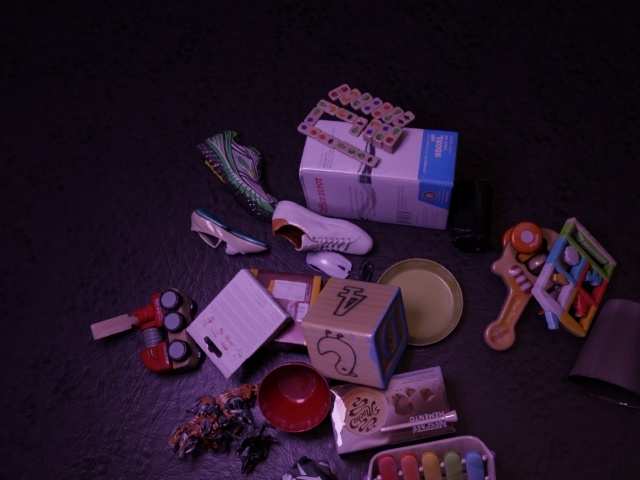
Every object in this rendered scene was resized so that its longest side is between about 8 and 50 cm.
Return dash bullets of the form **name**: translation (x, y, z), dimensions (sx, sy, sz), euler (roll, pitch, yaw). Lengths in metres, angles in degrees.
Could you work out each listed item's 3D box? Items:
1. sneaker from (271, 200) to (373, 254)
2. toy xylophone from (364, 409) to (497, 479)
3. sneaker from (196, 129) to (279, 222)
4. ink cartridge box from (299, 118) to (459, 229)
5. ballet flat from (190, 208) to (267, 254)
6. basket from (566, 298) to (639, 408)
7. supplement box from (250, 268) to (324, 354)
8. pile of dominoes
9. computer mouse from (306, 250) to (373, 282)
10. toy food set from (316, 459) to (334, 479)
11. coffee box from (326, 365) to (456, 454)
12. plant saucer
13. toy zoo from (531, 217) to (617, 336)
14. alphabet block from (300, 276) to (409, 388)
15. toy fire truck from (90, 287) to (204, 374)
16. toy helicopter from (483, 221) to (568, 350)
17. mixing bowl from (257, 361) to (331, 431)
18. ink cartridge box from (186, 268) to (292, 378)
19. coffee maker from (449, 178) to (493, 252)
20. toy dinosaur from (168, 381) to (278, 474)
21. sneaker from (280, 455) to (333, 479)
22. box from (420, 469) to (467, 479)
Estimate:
- **sneaker**: translation (0.000, 0.000, 1.997), dimensions (0.290, 0.106, 0.123), euler (19, 50, -5)
- **toy xylophone**: translation (0.254, 0.533, 1.746), dimensions (0.322, 0.236, 0.081), euler (-19, 29, 6)
- **sneaker**: translation (-0.209, -0.193, 2.105), dimensions (0.146, 0.134, 0.344), euler (-37, 72, -13)
- **ink cartridge box**: translation (0.160, -0.175, 1.980), dimensions (0.394, 0.285, 0.166), euler (7, 68, 8)
- **ballet flat**: translation (-0.266, -0.006, 2.080), dimensions (0.248, 0.086, 0.086), euler (28, 75, 16)
- **basket**: translation (0.752, 0.277, 1.837), dimensions (0.204, 0.154, 0.227), euler (21, 70, 11)
- **supplement box**: translation (-0.099, 0.193, 1.955), dimensions (0.194, 0.129, 0.192), euler (6, 71, 8)
- **pile of dominoes**: translation (0.094, -0.309, 1.869), dimensions (0.251, 0.040, 0.196), euler (28, 68, 18)
- **computer mouse**: translation (0.046, 0.074, 2.031), dimensions (0.192, 0.042, 0.106), euler (24, 75, 13)
- **toy food set**: translation (-0.006, 0.601, 1.856), dimensions (0.083, 0.020, 0.083), euler (-32, 70, -6)
- **coffee box**: translation (0.177, 0.435, 1.846), dimensions (0.296, 0.119, 0.168), euler (-11, 68, 2)
- **plant saucer**: translation (0.262, 0.168, 1.979), dimensions (0.240, 0.037, 0.241), euler (-2, 70, 4)
- **toy zoo**: translation (0.650, 0.111, 1.885), dimensions (0.192, 0.030, 0.293), euler (42, 64, -17)
- **alphabet block**: translation (0.092, 0.228, 1.839), dimensions (0.197, 0.193, 0.193), euler (6, 37, 28)
- **toy fire truck**: translation (-0.466, 0.259, 1.969), dimensions (0.246, 0.158, 0.217), euler (-18, 69, 11)
- **toy helicopter**: translation (0.549, 0.138, 1.936), dimensions (0.234, 0.140, 0.355), euler (27, 85, 5)
- **mixing bowl**: translation (-0.062, 0.375, 1.828), dimensions (0.181, 0.098, 0.182), euler (1, 102, 3)
- **ink cartridge box**: translation (-0.209, 0.213, 1.876), dimensions (0.225, 0.056, 0.181), euler (-48, 71, 10)
- **coffee maker**: translation (0.415, -0.074, 1.980), dimensions (0.120, 0.171, 0.178), euler (3, 70, 6)
- **toy dinosaur**: translation (-0.226, 0.455, 1.869), dimensions (0.322, 0.164, 0.218), euler (-45, 57, -3)
- **sneaker**: translation (-0.003, 0.584, 1.764), dimensions (0.106, 0.078, 0.234), euler (-54, 31, -16)
- **box**: translation (0.322, 0.641, 1.810), dimensions (0.164, 0.021, 0.201), euler (-10, 69, 2)
